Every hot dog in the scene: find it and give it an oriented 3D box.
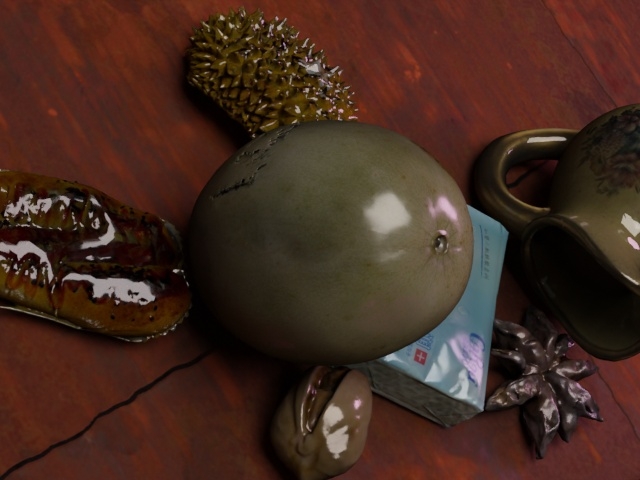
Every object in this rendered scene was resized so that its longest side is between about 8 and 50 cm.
[{"bbox_3d":[-0.256,0.011,1.636,0.270,0.082,0.162,17,57,-23],"label":"hot dog"}]

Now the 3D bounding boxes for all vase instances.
[{"bbox_3d":[0.345,-0.039,1.968,0.329,0.241,0.302,29,53,23],"label":"vase"}]

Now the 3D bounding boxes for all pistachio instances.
[{"bbox_3d":[0.006,0.197,1.696,0.113,0.113,0.149,43,45,-6],"label":"pistachio"}]

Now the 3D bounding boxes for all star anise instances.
[{"bbox_3d":[0.269,0.163,1.897,0.195,0.065,0.182,-26,82,-36],"label":"star anise"}]

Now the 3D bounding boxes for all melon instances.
[{"bbox_3d":[0.000,0.000,1.660,0.268,0.330,0.268,-3,94,-46],"label":"melon"}]

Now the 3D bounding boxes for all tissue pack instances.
[{"bbox_3d":[0.124,0.065,1.841,0.177,0.089,0.263,27,56,-20],"label":"tissue pack"}]

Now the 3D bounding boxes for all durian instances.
[{"bbox_3d":[-0.047,-0.190,1.840,0.250,0.138,0.183,43,60,1],"label":"durian"}]
